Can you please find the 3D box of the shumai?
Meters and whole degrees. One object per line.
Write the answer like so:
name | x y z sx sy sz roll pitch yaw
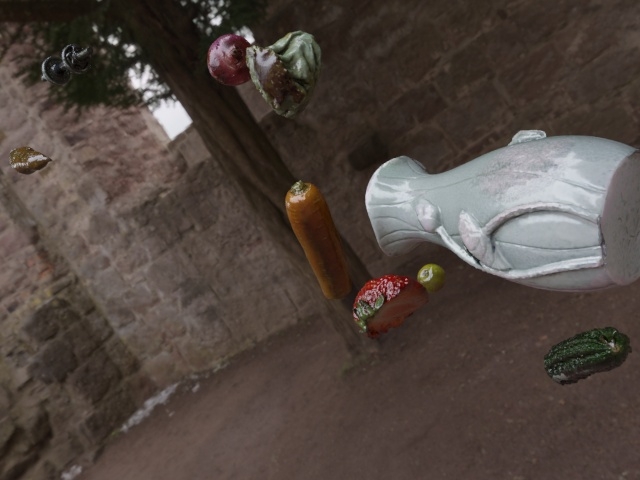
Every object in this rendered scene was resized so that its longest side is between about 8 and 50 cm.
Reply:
shumai | -0.095 -0.334 1.248 0.141 0.184 0.184 4 -24 -40

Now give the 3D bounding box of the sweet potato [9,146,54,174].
sweet potato | -0.648 -0.177 1.369 0.067 0.067 0.273 -37 29 -27

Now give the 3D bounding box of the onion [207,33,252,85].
onion | -0.254 -0.525 1.766 0.150 0.150 0.140 -35 0 -2

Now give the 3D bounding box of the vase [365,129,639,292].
vase | 0.278 -0.046 0.984 0.250 0.250 0.445 -38 28 -31

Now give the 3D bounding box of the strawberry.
strawberry | 0.134 0.111 1.159 0.187 0.082 0.146 -2 -38 -42

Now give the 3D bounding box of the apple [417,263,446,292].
apple | 0.334 0.114 1.865 0.089 0.074 0.090 -25 53 37

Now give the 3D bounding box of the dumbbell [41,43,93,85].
dumbbell | -0.686 -0.474 1.668 0.254 0.082 0.081 -9 21 40

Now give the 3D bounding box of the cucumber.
cucumber | 0.432 0.184 0.997 0.077 0.077 0.265 -36 -16 -14

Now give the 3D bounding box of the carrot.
carrot | 0.000 0.000 0.993 0.067 0.225 0.067 -13 39 11
